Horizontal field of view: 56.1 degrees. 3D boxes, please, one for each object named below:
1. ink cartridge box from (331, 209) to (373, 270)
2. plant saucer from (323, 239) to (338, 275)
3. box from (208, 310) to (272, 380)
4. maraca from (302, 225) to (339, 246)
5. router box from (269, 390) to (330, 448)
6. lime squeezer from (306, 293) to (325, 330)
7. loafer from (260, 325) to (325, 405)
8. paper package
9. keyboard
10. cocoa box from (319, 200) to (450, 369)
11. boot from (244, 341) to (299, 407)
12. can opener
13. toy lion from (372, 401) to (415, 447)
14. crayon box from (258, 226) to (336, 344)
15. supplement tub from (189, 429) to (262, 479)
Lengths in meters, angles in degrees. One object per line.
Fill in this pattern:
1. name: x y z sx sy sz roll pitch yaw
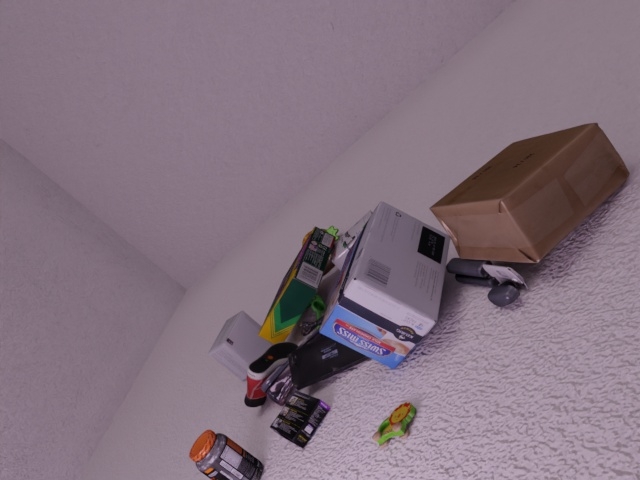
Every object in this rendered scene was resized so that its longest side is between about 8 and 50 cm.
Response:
1. ink cartridge box: 0.144 0.011 2.258 0.219 0.092 0.160 -43 16 14
2. plant saucer: 0.017 0.070 2.510 0.199 0.036 0.198 -40 25 23
3. box: -0.300 0.403 2.306 0.119 0.181 0.181 -33 21 39
4. maraca: 0.000 0.000 2.652 0.186 0.099 0.127 -20 57 22
5. router box: -0.060 0.501 1.698 0.133 0.046 0.179 -52 17 -19
6. lime squeezer: -0.029 0.252 2.198 0.110 0.059 0.310 -48 17 -4
7. loafer: -0.053 0.393 1.908 0.302 0.095 0.109 -44 -15 -5
8. paper package: 0.481 -0.107 1.424 0.325 0.168 0.309 -38 12 -17
9. keyboard: 0.028 0.303 1.783 0.317 0.033 0.201 -29 55 27
10. cocoa box: 0.176 0.113 1.593 0.228 0.232 0.347 -60 5 40
11. boot: -0.163 0.454 2.021 0.244 0.088 0.176 -26 -47 -49
12. can opener: 0.388 0.097 1.455 0.095 0.076 0.283 -50 15 -12
13. toy lion: 0.170 0.410 1.358 0.100 0.034 0.096 -37 12 33
14. crayon box: -0.083 0.167 2.236 0.313 0.106 0.363 -60 5 33
15. supplement tub: -0.265 0.620 1.680 0.117 0.190 0.117 -43 16 15
